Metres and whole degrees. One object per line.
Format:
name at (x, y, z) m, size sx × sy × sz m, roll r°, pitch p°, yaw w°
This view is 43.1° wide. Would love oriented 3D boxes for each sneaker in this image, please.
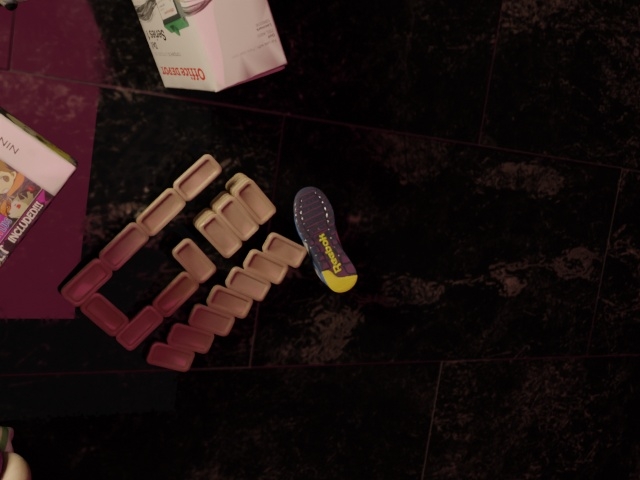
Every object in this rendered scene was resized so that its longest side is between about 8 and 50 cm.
sneaker at (0.000, 0.000, 1.064) m, size 0.053 × 0.059 × 0.144 m, roll -20°, pitch 92°, yaw -8°

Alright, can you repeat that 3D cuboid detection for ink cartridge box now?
ink cartridge box at (-0.137, -0.272, 0.851) m, size 0.093 × 0.160 × 0.219 m, roll -28°, pitch 113°, yaw -23°

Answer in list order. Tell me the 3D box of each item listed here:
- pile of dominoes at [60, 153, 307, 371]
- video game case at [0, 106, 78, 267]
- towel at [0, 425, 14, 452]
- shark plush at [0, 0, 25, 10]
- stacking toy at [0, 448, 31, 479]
pile of dominoes at (-0.159, 0.031, 0.991) m, size 0.251 × 0.040 × 0.196 m, roll -44°, pitch 120°, yaw -7°
video game case at (-0.364, -0.037, 0.694) m, size 0.210 × 0.042 × 0.232 m, roll 38°, pitch 90°, yaw -20°
towel at (-0.501, 0.260, 0.807) m, size 0.325 × 0.038 × 0.247 m, roll 26°, pitch 86°, yaw -35°
shark plush at (-0.340, -0.288, 0.774) m, size 0.161 × 0.073 × 0.067 m, roll 49°, pitch 59°, yaw -39°
stacking toy at (-0.430, 0.169, 0.740) m, size 0.141 × 0.141 × 0.330 m, roll -47°, pitch 117°, yaw -15°
